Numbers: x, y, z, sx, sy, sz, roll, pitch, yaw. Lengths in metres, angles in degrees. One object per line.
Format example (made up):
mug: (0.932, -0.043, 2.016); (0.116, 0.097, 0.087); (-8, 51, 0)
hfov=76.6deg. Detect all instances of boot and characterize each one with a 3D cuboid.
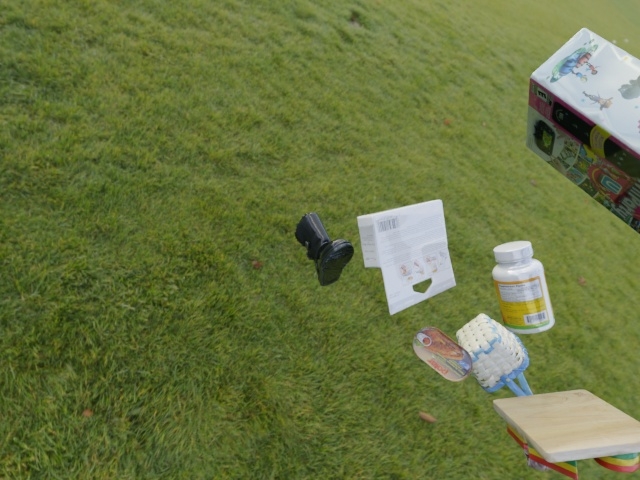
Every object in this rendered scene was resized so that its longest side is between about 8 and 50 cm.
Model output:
boot: (0.581, 0.543, 1.073); (0.087, 0.042, 0.118); (-6, 49, 18)
boot: (0.000, 0.000, 1.193); (0.094, 0.246, 0.207); (-19, 67, -18)

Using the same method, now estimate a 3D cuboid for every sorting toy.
sorting toy: (0.599, 0.466, 0.975); (0.257, 0.255, 0.089); (-6, 93, -2)

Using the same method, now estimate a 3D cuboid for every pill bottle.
pill bottle: (0.583, 0.132, 1.181); (0.136, 0.136, 0.245); (-23, 100, -42)

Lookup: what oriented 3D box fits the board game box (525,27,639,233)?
board game box: (0.449, -0.127, 0.586); (0.303, 0.097, 0.224); (52, 11, 27)

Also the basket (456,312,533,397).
basket: (0.621, 0.416, 1.412); (0.289, 0.201, 0.255); (41, 18, -3)

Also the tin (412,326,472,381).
tin: (0.367, 0.343, 1.231); (0.190, 0.040, 0.106); (38, 83, 14)

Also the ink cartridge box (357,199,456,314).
ink cartridge box: (0.246, 0.036, 1.122); (0.296, 0.066, 0.261); (-14, 96, -37)
